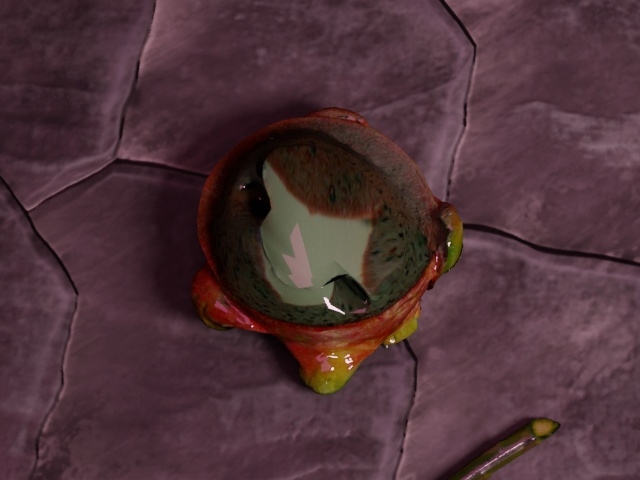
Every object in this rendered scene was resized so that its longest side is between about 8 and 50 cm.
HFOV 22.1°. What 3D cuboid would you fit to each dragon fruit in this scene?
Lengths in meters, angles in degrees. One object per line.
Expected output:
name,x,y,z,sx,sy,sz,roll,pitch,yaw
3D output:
dragon fruit,0.000,0.000,1.617,0.268,0.130,0.295,-7,69,-5

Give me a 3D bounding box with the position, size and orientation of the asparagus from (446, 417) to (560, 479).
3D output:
asparagus,0.135,0.238,1.570,0.236,0.027,0.034,-37,62,-11
